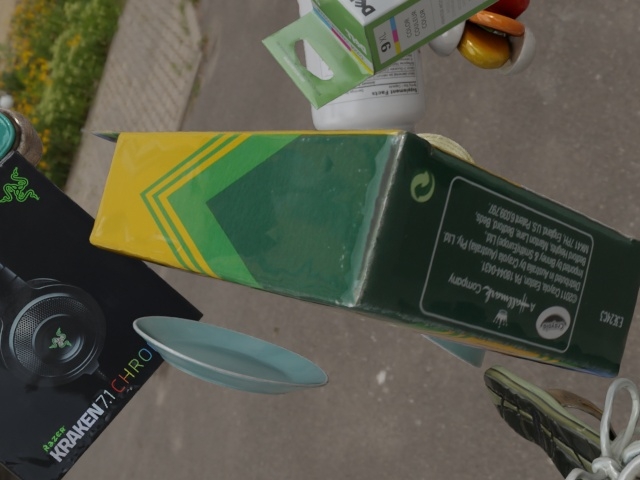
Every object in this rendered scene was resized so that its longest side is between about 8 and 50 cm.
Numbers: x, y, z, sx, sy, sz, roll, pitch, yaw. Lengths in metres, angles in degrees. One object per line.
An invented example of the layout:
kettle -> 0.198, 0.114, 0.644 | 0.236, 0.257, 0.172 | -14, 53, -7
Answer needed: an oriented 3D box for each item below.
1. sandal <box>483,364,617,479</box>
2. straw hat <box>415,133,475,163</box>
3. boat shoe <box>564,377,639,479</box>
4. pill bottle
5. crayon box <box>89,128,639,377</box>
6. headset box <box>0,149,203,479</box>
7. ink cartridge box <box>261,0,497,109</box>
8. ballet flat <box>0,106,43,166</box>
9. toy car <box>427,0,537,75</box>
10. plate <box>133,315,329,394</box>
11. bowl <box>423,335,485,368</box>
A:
sandal -> 0.336, 0.247, 1.134 | 0.303, 0.086, 0.120 | 42, 151, 51
straw hat -> 0.129, -0.057, 1.042 | 0.144, 0.144, 0.061 | -62, -9, 26
boat shoe -> 0.218, 0.156, 0.502 | 0.367, 0.156, 0.136 | 88, -162, -77
pill bottle -> 0.060, -0.232, 1.163 | 0.160, 0.160, 0.283 | -174, 75, -65
crayon box -> 0.000, 0.000, 0.527 | 0.323, 0.203, 0.083 | 10, 84, 52
headset box -> -0.316, 0.081, 0.900 | 0.246, 0.283, 0.131 | -49, 7, -19
ink cartridge box -> 0.053, -0.210, 0.695 | 0.209, 0.062, 0.109 | -32, 56, -4
ballet flat -> -0.467, -0.035, 1.052 | 0.316, 0.107, 0.106 | -39, -8, 3
toy car -> 0.230, -0.328, 1.184 | 0.182, 0.159, 0.136 | -98, 26, -44
plate -> -0.085, 0.110, 0.785 | 0.188, 0.188, 0.024 | 25, 98, 65
bowl -> 0.196, 0.074, 1.504 | 0.163, 0.311, 0.311 | -57, 26, 3
